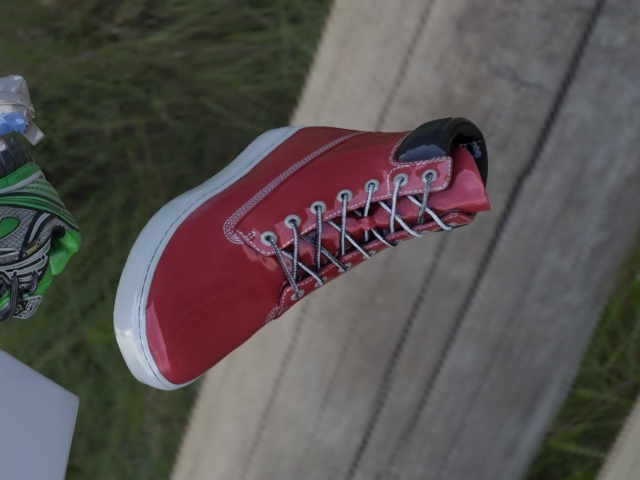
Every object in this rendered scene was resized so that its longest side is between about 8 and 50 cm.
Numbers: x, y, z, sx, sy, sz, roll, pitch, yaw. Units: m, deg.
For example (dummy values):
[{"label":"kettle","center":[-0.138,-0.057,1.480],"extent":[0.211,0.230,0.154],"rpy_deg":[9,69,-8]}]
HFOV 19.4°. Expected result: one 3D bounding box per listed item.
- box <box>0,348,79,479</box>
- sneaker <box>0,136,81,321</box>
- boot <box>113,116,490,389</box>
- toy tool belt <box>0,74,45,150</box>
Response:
[{"label":"box","center":[-0.389,0.141,1.433],"extent":[0.215,0.345,0.168],"rpy_deg":[-18,49,34]},{"label":"sneaker","center":[-0.327,0.019,1.761],"extent":[0.146,0.343,0.134],"rpy_deg":[46,122,-2]},{"label":"boot","center":[0.000,0.000,1.109],"extent":[0.176,0.244,0.088],"rpy_deg":[-2,122,35]},{"label":"toy tool belt","center":[-0.240,-0.081,1.316],"extent":[0.052,0.083,0.051],"rpy_deg":[135,116,-82]}]
